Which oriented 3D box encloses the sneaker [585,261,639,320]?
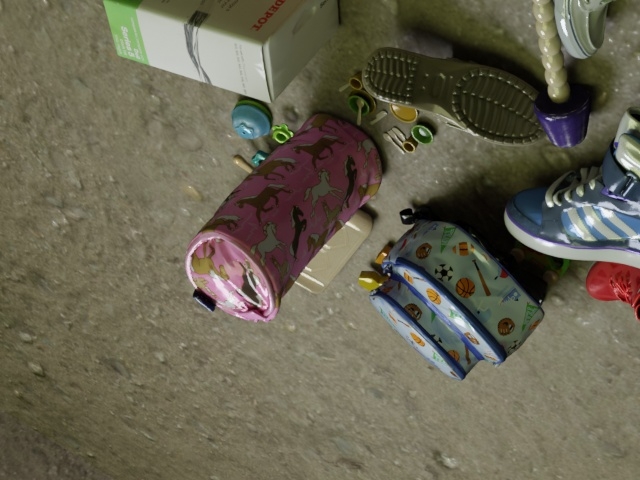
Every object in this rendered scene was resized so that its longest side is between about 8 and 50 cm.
[{"bbox_3d":[0.443,0.066,1.962,0.087,0.128,0.221,43,145,-9],"label":"sneaker"}]

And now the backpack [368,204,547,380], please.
[{"bbox_3d":[0.208,0.083,2.075,0.276,0.213,0.263,39,167,-3],"label":"backpack"}]

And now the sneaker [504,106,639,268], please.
[{"bbox_3d":[0.390,-0.090,1.846,0.323,0.130,0.236,15,132,33],"label":"sneaker"}]

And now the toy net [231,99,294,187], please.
[{"bbox_3d":[-0.086,-0.131,2.284,0.122,0.045,0.232,13,142,14],"label":"toy net"}]

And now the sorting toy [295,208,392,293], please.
[{"bbox_3d":[0.000,0.000,2.332,0.307,0.041,0.229,29,140,-6],"label":"sorting toy"}]

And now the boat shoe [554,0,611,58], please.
[{"bbox_3d":[0.330,-0.315,1.659,0.076,0.083,0.226,14,138,32],"label":"boat shoe"}]

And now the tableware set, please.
[{"bbox_3d":[0.098,-0.190,2.064,0.154,0.024,0.104,45,145,-10],"label":"tableware set"}]

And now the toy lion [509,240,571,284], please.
[{"bbox_3d":[0.338,0.008,2.079,0.100,0.034,0.096,34,138,4],"label":"toy lion"}]

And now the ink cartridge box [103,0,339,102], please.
[{"bbox_3d":[-0.137,-0.327,1.959,0.273,0.198,0.114,21,142,24],"label":"ink cartridge box"}]

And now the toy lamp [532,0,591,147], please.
[{"bbox_3d":[0.302,-0.241,1.778,0.080,0.080,0.274,12,138,32],"label":"toy lamp"}]

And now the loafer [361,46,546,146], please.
[{"bbox_3d":[0.191,-0.208,1.905,0.269,0.092,0.102,21,103,2],"label":"loafer"}]

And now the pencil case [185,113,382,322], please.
[{"bbox_3d":[-0.046,-0.039,2.059,0.160,0.386,0.167,29,134,10],"label":"pencil case"}]
